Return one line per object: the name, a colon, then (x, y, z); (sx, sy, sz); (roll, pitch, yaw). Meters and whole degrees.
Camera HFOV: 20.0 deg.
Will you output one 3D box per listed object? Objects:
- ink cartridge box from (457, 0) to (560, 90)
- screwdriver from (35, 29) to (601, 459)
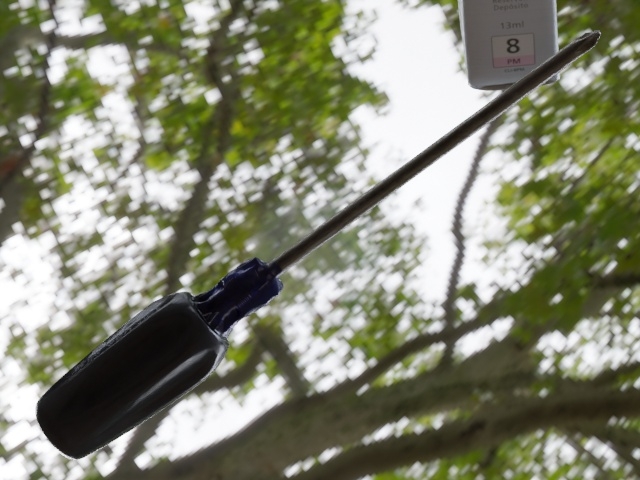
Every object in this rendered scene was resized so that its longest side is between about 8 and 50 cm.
ink cartridge box: (0.088, -0.224, 0.933); (0.066, 0.189, 0.232); (-7, -44, 7)
screwdriver: (0.000, 0.000, 0.452); (0.170, 0.025, 0.024); (-35, -103, 1)
